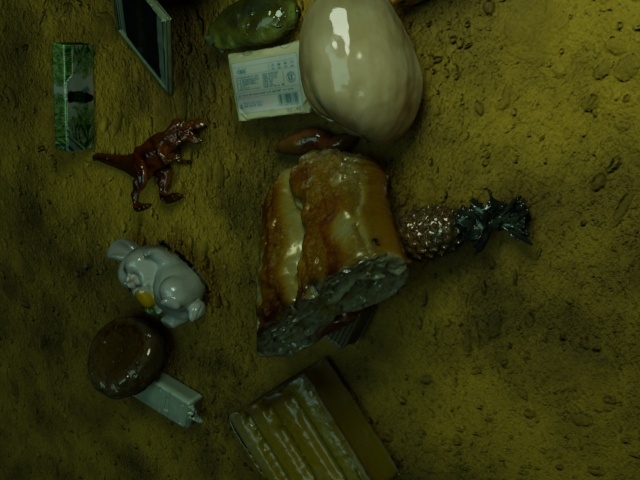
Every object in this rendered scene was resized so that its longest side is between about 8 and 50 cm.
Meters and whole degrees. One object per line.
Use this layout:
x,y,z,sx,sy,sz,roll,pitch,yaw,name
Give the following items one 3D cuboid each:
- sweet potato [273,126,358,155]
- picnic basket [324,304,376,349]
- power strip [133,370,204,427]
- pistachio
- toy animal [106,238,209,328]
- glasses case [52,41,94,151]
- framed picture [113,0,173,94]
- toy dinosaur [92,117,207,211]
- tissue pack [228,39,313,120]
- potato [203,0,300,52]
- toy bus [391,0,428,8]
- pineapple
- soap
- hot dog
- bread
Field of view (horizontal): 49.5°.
-0.015,-0.210,1.477,0.202,0.055,0.058,2,127,32,sweet potato
0.030,0.150,1.543,0.164,0.079,0.115,35,121,19,picnic basket
-0.453,0.425,1.952,0.338,0.058,0.098,24,116,25,power strip
0.071,-0.327,1.298,0.230,0.230,0.308,-9,97,34,pistachio
-0.421,0.101,1.781,0.325,0.154,0.208,18,137,49,toy animal
-0.638,-0.373,1.802,0.062,0.095,0.272,15,113,23,glasses case
-0.405,-0.485,1.565,0.231,0.018,0.293,51,160,10,framed picture
-0.441,-0.173,1.738,0.432,0.097,0.208,-15,82,32,toy dinosaur
-0.090,-0.337,1.463,0.196,0.092,0.148,0,105,31,tissue pack
-0.143,-0.457,1.454,0.226,0.090,0.117,-6,63,29,potato
0.209,-0.487,1.225,0.195,0.088,0.083,-19,93,36,toy bus
0.275,-0.030,1.316,0.251,0.125,0.125,-10,99,28,pineapple
-0.022,0.486,1.636,0.293,0.156,0.335,-39,82,38,soap
0.000,0.000,1.395,0.367,0.196,0.365,-37,46,32,hot dog
-0.524,0.319,1.896,0.230,0.123,0.230,-9,64,20,bread
